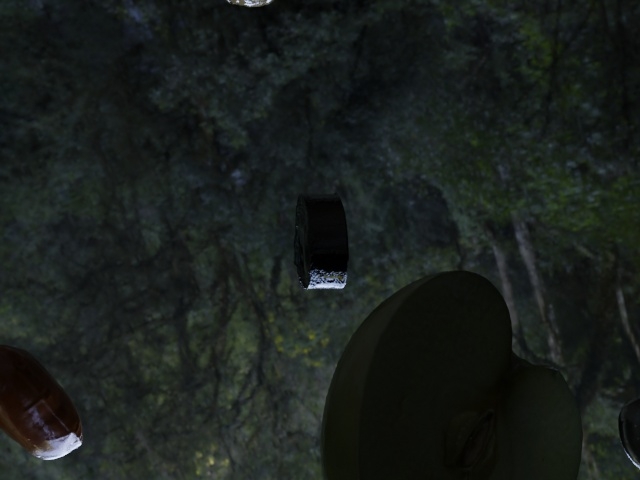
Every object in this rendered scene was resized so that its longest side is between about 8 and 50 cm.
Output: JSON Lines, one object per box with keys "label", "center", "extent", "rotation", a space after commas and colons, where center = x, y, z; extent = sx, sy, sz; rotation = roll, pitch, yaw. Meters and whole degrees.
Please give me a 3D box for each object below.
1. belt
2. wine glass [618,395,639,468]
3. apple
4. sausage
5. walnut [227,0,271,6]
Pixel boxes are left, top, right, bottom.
{"label": "belt", "center": [0.000, 0.000, 1.500], "extent": [0.078, 0.151, 0.198], "rotation": [0, -144, -10]}
{"label": "wine glass", "center": [0.424, 0.191, 0.957], "extent": [0.111, 0.111, 0.204], "rotation": [-34, 173, -32]}
{"label": "apple", "center": [0.157, 0.242, 1.060], "extent": [0.320, 0.312, 0.360], "rotation": [26, -124, 19]}
{"label": "sausage", "center": [-0.510, 0.284, 1.536], "extent": [0.133, 0.258, 0.133], "rotation": [-20, -148, 13]}
{"label": "walnut", "center": [-0.136, -0.567, 1.752], "extent": [0.198, 0.198, 0.245], "rotation": [-25, 178, -12]}
